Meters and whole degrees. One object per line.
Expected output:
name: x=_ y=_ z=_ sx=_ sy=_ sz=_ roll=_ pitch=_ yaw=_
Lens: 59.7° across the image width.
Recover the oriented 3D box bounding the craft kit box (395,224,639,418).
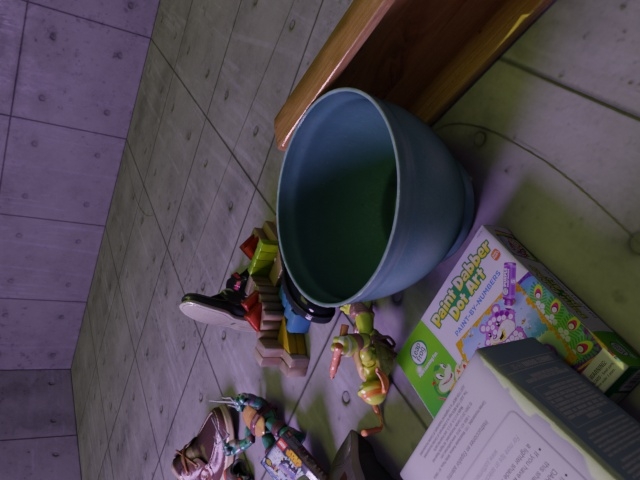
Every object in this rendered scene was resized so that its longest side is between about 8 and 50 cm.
craft kit box: x=0.223 y=0.150 z=0.691 sx=0.249 sy=0.061 sz=0.246 roll=-64 pitch=34 yaw=26

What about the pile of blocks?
pile of blocks: x=-0.103 y=0.103 z=1.160 sx=0.149 sy=0.113 sz=0.361 roll=-47 pitch=47 yaw=43

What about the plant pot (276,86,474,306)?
plant pot: x=0.091 y=-0.054 z=0.801 sx=0.293 sy=0.197 sz=0.292 roll=-5 pitch=84 yaw=57

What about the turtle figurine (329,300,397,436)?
turtle figurine: x=0.069 y=0.155 z=0.843 sx=0.087 sy=0.269 sz=0.217 roll=-16 pitch=48 yaw=11

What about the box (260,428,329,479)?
box: x=-0.040 y=0.425 z=1.013 sx=0.137 sy=0.027 sz=0.093 roll=42 pitch=120 yaw=20

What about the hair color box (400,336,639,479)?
hair color box: x=0.260 y=0.279 z=0.489 sx=0.374 sy=0.114 sz=0.185 roll=45 pitch=122 yaw=40

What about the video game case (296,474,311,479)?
video game case: x=0.036 y=0.482 z=0.869 sx=0.173 sy=0.022 sz=0.190 roll=14 pitch=124 yaw=58

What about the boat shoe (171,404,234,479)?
boat shoe: x=-0.304 y=0.559 z=1.374 sx=0.123 sy=0.123 sz=0.341 roll=47 pitch=123 yaw=51

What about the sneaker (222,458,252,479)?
sneaker: x=-0.176 y=0.555 z=1.236 sx=0.064 sy=0.061 sz=0.158 roll=-60 pitch=38 yaw=21

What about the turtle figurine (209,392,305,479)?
turtle figurine: x=-0.136 y=0.378 z=1.153 sx=0.234 sy=0.118 sz=0.175 roll=27 pitch=126 yaw=39

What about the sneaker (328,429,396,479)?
sneaker: x=0.084 y=0.379 z=0.848 sx=0.083 sy=0.118 sz=0.222 roll=-62 pitch=6 yaw=8

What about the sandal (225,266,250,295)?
sandal: x=-0.209 y=0.110 z=1.393 sx=0.179 sy=0.040 sz=0.067 roll=-25 pitch=63 yaw=54

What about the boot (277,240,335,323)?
boot: x=0.000 y=0.000 z=1.033 sx=0.207 sy=0.094 sz=0.246 roll=-62 pitch=31 yaw=35

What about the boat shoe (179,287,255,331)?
boat shoe: x=-0.205 y=0.142 z=1.205 sx=0.084 sy=0.233 sz=0.079 roll=-22 pitch=61 yaw=36

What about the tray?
tray: x=0.116 y=-0.260 z=0.799 sx=0.411 sy=0.203 sz=0.076 roll=-45 pitch=45 yaw=45
